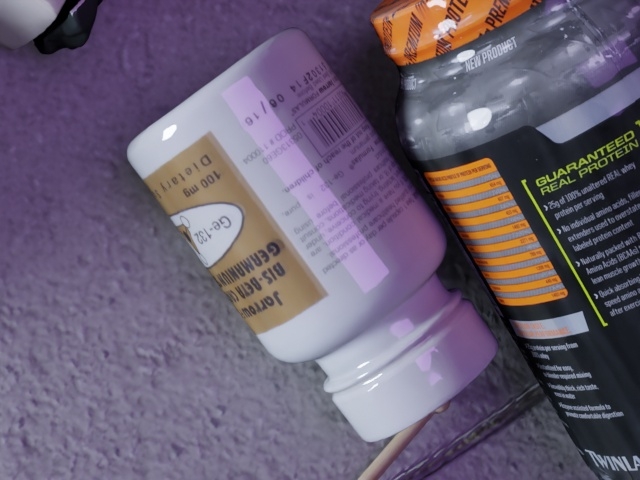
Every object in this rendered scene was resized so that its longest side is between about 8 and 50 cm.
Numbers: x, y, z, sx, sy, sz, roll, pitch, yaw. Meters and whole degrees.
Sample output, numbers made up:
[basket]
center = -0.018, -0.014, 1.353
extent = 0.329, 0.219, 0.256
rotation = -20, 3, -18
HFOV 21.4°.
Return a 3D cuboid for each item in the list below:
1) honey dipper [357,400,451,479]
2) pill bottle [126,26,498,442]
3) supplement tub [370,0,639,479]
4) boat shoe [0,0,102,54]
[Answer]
[honey dipper]
center = 0.029, 0.150, 1.056
extent = 0.030, 0.030, 0.161
rotation = 47, 69, -8
[pill bottle]
center = 0.000, 0.000, 1.012
extent = 0.131, 0.131, 0.229
rotation = -38, 96, -20
[supplement tub]
center = 0.182, -0.030, 1.021
extent = 0.207, 0.207, 0.338
rotation = -35, 103, -20
[boat shoe]
center = -0.254, -0.258, 0.974
extent = 0.340, 0.127, 0.158
rotation = 33, 67, -21
